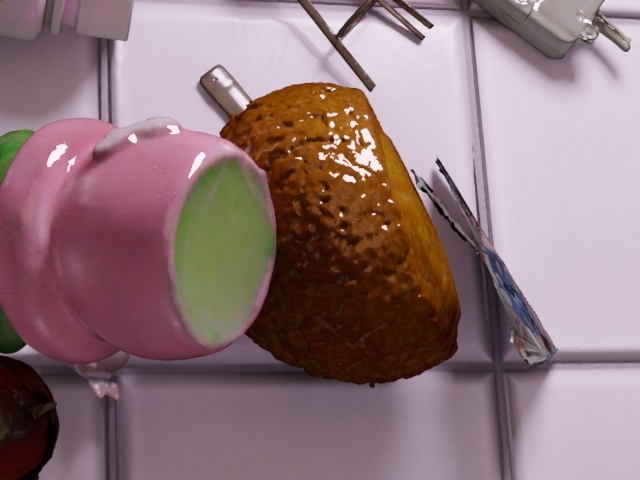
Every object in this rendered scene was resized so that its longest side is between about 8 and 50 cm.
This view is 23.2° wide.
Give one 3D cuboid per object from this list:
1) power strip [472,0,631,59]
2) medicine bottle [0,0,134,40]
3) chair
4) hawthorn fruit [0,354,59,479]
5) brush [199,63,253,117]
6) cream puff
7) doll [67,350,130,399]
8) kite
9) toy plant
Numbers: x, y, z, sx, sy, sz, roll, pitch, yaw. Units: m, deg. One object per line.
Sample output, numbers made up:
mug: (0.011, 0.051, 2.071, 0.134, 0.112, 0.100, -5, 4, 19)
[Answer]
power strip: (0.221, -0.289, 1.732, 0.288, 0.053, 0.093, 37, 67, -1)
medicine bottle: (-0.323, -0.287, 1.533, 0.293, 0.170, 0.170, 10, 71, -10)
chair: (0.019, -0.276, 1.655, 0.221, 0.095, 0.104, 41, 57, 2)
hawthorn fruit: (-0.302, 0.166, 1.401, 0.172, 0.148, 0.148, -19, 75, 20)
brush: (-0.054, -0.108, 1.621, 0.034, 0.027, 0.190, -38, 84, -23)
cream puff: (0.000, 0.000, 1.477, 0.212, 0.303, 0.303, -22, 78, 8)
doll: (-0.222, 0.095, 1.500, 0.084, 0.073, 0.127, -11, 69, 17)
kite: (0.163, 0.022, 1.545, 0.011, 0.314, 0.335, -33, 40, 12)
toy plant: (-0.213, -0.009, 1.367, 0.317, 0.356, 0.210, -43, 123, -53)
